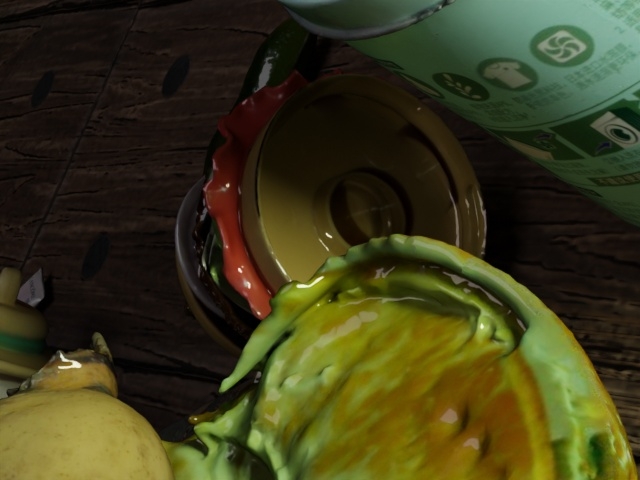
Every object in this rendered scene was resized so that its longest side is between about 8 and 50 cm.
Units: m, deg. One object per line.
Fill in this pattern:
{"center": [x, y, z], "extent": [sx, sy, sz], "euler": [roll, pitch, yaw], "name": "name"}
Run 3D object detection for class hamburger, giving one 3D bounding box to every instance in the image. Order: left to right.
{"center": [0.000, 0.003, 1.062], "extent": [0.137, 0.175, 0.175], "euler": [-39, 33, 57], "name": "hamburger"}

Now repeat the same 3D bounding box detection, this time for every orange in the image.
{"center": [0.009, 0.158, 0.868], "extent": [0.334, 0.196, 0.262], "euler": [-51, 45, 25], "name": "orange"}

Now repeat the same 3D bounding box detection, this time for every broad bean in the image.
{"center": [-0.052, -0.049, 1.304], "extent": [0.069, 0.039, 0.227], "euler": [-18, 51, 59], "name": "broad bean"}

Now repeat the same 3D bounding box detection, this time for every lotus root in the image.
{"center": [-0.121, 0.130, 0.826], "extent": [0.125, 0.118, 0.221], "euler": [-5, 61, 33], "name": "lotus root"}

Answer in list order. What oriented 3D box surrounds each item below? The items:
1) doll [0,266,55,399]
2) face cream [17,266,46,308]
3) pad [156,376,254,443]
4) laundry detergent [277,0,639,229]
{"center": [-0.256, 0.174, 1.350], "extent": [0.208, 0.144, 0.271], "euler": [121, 162, -49], "name": "doll"}
{"center": [-0.248, 0.069, 1.524], "extent": [0.115, 0.020, 0.038], "euler": [-45, 32, 21], "name": "face cream"}
{"center": [-0.103, 0.260, 1.143], "extent": [0.247, 0.007, 0.367], "euler": [-32, 40, 40], "name": "pad"}
{"center": [0.130, -0.174, 0.854], "extent": [0.287, 0.305, 0.287], "euler": [-38, 36, 34], "name": "laundry detergent"}
